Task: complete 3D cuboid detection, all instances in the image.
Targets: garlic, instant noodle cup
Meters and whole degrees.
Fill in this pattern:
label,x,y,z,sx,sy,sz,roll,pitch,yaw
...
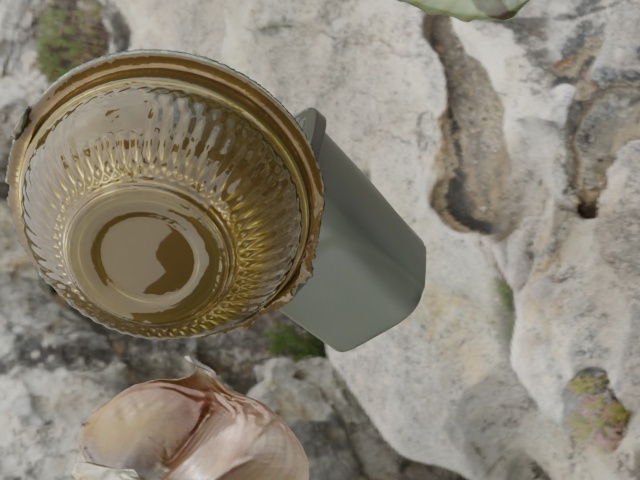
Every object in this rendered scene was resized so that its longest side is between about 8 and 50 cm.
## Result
label,x,y,z,sx,sy,sz,roll,pitch,yaw
garlic,-0.096,0.142,0.562,0.174,0.124,0.099,6,64,36
instant noodle cup,-0.131,-0.007,0.641,0.274,0.274,0.091,-59,13,26

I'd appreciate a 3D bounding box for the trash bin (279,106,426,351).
label,x,y,z,sx,sy,sz,roll,pitch,yaw
trash bin,0.000,0.000,1.072,0.219,0.250,0.220,-34,27,32

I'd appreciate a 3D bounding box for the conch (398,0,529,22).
label,x,y,z,sx,sy,sz,roll,pitch,yaw
conch,0.078,-0.169,0.364,0.153,0.102,0.135,38,128,29
